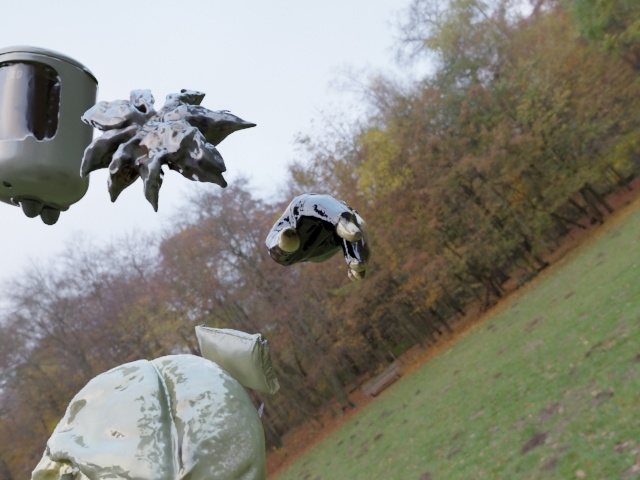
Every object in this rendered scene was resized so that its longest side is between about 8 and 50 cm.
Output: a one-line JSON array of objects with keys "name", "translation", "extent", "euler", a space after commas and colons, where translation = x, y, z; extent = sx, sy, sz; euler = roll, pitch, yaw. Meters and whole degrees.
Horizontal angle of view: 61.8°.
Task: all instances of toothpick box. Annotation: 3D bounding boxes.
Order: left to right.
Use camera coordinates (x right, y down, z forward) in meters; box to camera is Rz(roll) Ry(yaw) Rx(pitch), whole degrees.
[{"name": "toothpick box", "translation": [-0.560, -0.193, 1.073], "extent": [0.228, 0.317, 0.229], "euler": [-2, -14, -1]}]

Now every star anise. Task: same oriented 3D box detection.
[{"name": "star anise", "translation": [-0.170, -0.114, 0.572], "extent": [0.180, 0.204, 0.061], "euler": [-33, -33, -22]}]

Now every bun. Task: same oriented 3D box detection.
[{"name": "bun", "translation": [-0.246, 0.321, 0.704], "extent": [0.365, 0.365, 0.219], "euler": [-41, -42, 17]}]

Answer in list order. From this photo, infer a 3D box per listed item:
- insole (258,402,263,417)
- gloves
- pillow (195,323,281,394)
[{"name": "insole", "translation": [-0.126, 0.368, 1.035], "extent": [0.045, 0.002, 0.135], "euler": [-61, 8, 24]}, {"name": "gloves", "translation": [-0.002, -0.007, 0.947], "extent": [0.197, 0.153, 0.301], "euler": [-4, 12, -25]}, {"name": "pillow", "translation": [-0.166, 0.230, 1.049], "extent": [0.208, 0.119, 0.053], "euler": [1, 14, 41]}]
